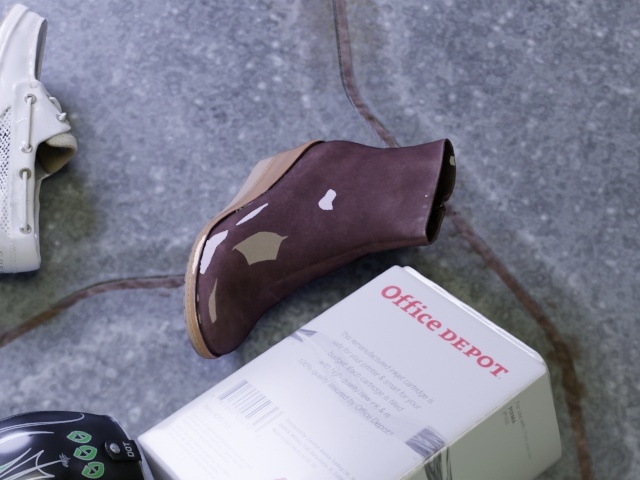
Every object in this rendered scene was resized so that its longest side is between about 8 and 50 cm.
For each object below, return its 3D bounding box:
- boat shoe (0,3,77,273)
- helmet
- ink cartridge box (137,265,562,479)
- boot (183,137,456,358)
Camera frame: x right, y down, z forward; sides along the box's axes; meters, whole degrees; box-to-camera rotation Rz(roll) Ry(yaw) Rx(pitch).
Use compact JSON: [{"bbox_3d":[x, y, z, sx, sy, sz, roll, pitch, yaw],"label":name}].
[{"bbox_3d":[-0.278,-0.094,1.386,0.096,0.098,0.277,6,69,-1],"label":"boat shoe"},{"bbox_3d":[-0.234,0.219,1.178,0.161,0.169,0.169,-12,60,-30],"label":"helmet"},{"bbox_3d":[0.028,0.171,1.197,0.283,0.117,0.207,-33,41,-20],"label":"ink cartridge box"},{"bbox_3d":[0.000,0.000,1.307,0.207,0.090,0.248,-3,47,30],"label":"boot"}]
